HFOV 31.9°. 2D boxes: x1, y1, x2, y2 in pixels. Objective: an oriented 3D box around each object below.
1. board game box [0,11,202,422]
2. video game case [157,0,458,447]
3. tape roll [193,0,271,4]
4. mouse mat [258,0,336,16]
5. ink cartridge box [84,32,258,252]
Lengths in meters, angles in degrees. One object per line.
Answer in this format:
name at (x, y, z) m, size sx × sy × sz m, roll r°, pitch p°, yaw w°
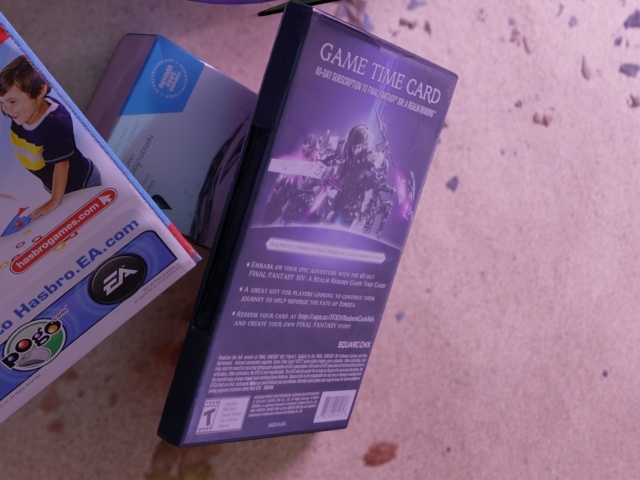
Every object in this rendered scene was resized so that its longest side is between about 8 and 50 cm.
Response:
board game box at (-0.255, 0.004, 0.512) m, size 0.308 × 0.086 × 0.302 m, roll -39°, pitch 141°, yaw -6°
video game case at (0.000, 0.000, 0.742) m, size 0.196 × 0.026 × 0.274 m, roll 9°, pitch 99°, yaw -57°
tape roll at (-0.053, -0.277, 0.626) m, size 0.275 × 0.090 × 0.274 m, roll 2°, pitch 80°, yaw -14°
mouse mat at (0.066, -0.185, 0.735) m, size 0.190 × 0.153 × 0.007 m, roll -28°, pitch 108°, yaw -24°
ink cartridge box at (-0.065, -0.047, 0.734) m, size 0.180 × 0.060 × 0.104 m, roll 28°, pitch 84°, yaw -32°
